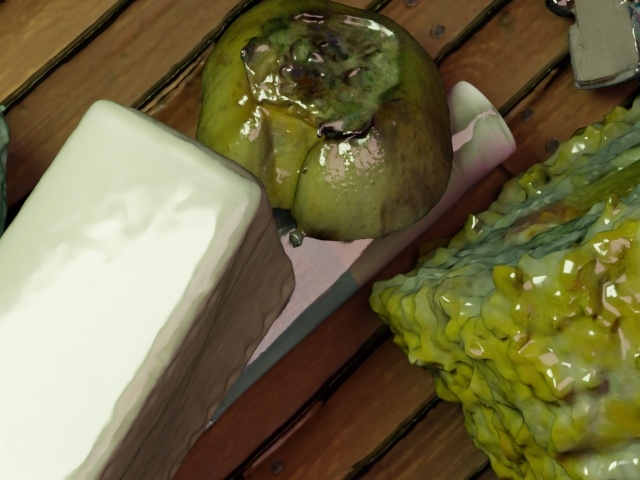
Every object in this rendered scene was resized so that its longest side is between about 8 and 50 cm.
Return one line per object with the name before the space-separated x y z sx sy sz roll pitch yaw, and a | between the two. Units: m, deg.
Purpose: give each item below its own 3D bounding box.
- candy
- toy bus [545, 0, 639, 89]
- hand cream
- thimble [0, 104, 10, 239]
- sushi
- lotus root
candy | -0.166 0.102 1.173 0.145 0.208 0.359 31 81 12
toy bus | 0.233 -0.277 1.368 0.138 0.112 0.317 -10 92 -25
hand cream | 0.000 0.000 1.317 0.312 0.070 0.111 -39 92 -9
thimble | -0.303 -0.016 1.197 0.235 0.143 0.198 -39 99 -12
sushi | 0.264 0.026 1.235 0.396 0.351 0.240 -33 97 -11
lotus root | 0.003 -0.100 1.268 0.183 0.078 0.204 -4 61 -5
